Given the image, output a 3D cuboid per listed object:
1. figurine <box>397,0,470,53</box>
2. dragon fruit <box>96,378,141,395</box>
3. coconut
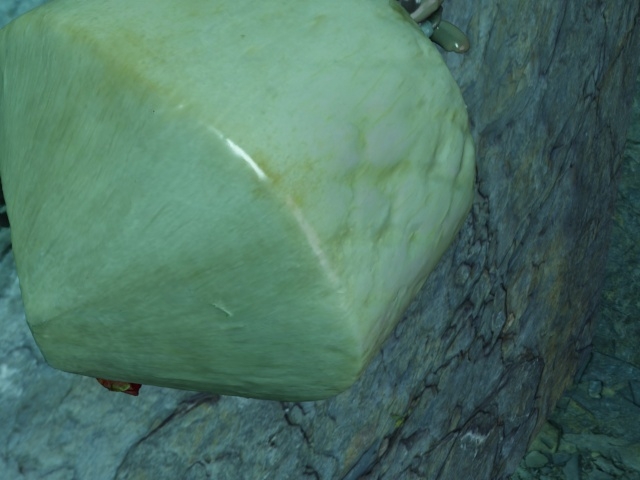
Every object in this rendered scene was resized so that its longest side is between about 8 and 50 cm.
[{"bbox_3d":[0.075,-0.304,0.911,0.248,0.203,0.380,-41,151,-27],"label":"figurine"},{"bbox_3d":[-0.210,0.069,0.801,0.162,0.083,0.106,-72,150,-48],"label":"dragon fruit"},{"bbox_3d":[-0.084,-0.054,0.662,0.415,0.415,0.344,-47,167,-31],"label":"coconut"}]
